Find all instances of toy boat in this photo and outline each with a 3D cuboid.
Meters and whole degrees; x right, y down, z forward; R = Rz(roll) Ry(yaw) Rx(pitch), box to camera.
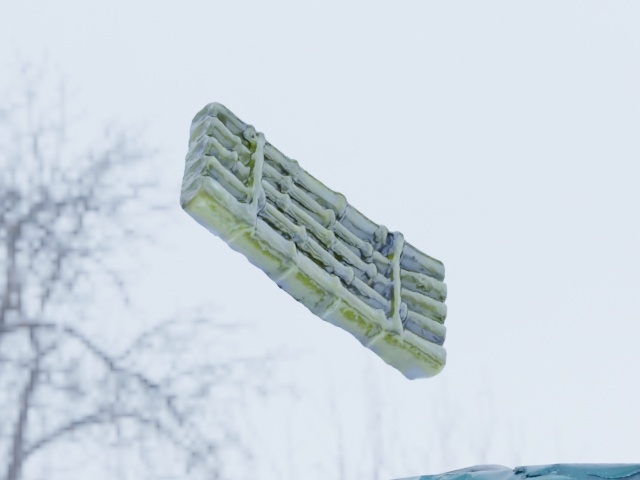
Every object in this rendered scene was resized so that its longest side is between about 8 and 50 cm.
[{"bbox_3d":[0.000,0.000,0.663,0.115,0.063,0.016,36,-58,-23],"label":"toy boat"}]

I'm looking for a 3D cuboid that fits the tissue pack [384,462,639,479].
[{"bbox_3d":[0.071,0.083,0.529,0.138,0.028,0.085,-7,-35,37],"label":"tissue pack"}]
